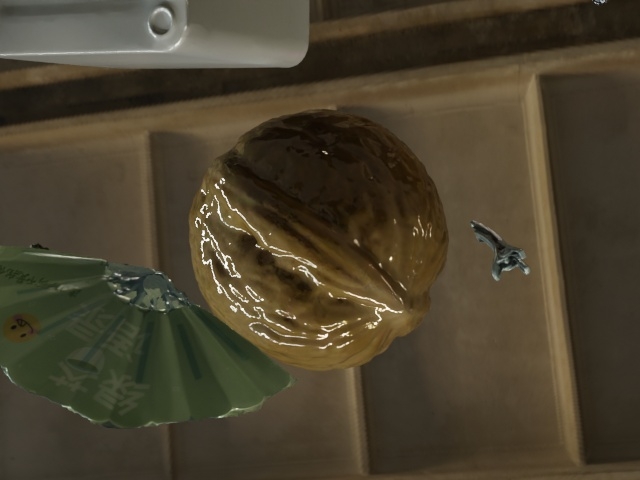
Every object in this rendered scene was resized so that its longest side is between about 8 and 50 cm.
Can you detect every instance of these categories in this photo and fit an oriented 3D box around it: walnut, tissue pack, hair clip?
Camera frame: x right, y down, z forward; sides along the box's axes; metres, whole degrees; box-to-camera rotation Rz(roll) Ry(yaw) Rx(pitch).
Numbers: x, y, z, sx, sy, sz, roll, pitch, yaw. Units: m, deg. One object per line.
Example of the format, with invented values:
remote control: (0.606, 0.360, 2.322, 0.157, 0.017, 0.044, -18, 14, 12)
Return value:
walnut: (0.000, 0.000, 1.072, 0.333, 0.333, 0.332, -3, -107, 10)
tissue pack: (-0.105, -0.226, 0.515, 0.160, 0.136, 0.246, 5, -81, 24)
hair clip: (0.188, 0.010, 0.989, 0.039, 0.115, 0.030, -22, -67, -4)

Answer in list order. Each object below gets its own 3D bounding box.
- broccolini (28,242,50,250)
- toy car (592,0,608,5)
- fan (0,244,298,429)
broccolini: (-0.473, 0.053, 1.164, 0.254, 0.057, 0.071, -13, -70, -29)
toy car: (0.439, -0.359, 1.167, 0.103, 0.216, 0.063, -31, -68, -26)
fan: (-0.132, 0.059, 0.576, 0.240, 0.009, 0.131, 21, -136, 9)
